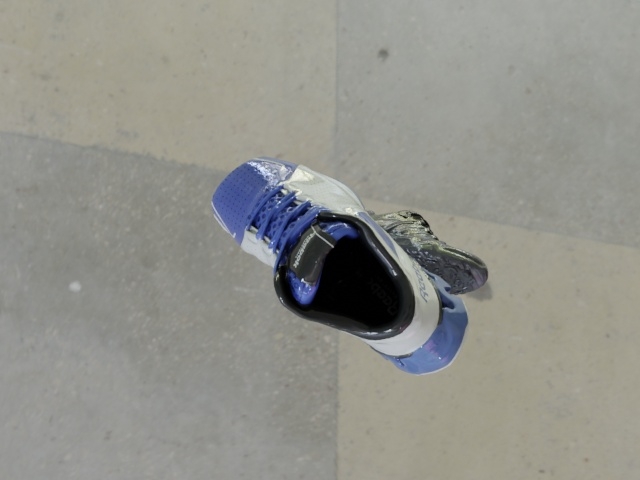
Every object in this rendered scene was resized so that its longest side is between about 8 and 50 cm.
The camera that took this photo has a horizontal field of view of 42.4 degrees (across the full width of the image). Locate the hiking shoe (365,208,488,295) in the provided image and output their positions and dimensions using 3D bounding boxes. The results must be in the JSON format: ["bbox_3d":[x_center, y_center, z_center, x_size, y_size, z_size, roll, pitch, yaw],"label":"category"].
[{"bbox_3d":[0.139,0.001,1.182,0.227,0.086,0.114,18,49,21],"label":"hiking shoe"}]

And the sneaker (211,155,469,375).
[{"bbox_3d":[0.001,0.001,0.821,0.315,0.182,0.127,39,92,28],"label":"sneaker"}]
